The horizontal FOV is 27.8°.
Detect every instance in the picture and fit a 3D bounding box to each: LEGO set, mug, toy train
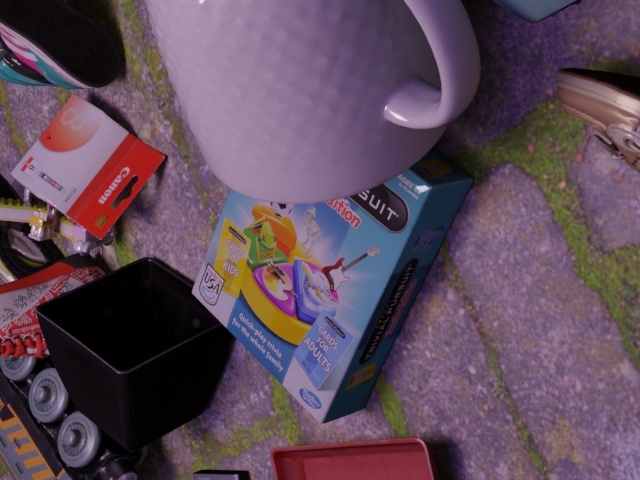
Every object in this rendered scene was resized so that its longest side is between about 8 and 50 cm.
[{"bbox_3d":[-0.411,-0.067,1.827,0.287,0.132,0.107,15,105,17],"label":"LEGO set"},{"bbox_3d":[-0.001,-0.226,1.202,0.374,0.276,0.328,31,152,40],"label":"mug"},{"bbox_3d":[-0.381,0.266,1.835,0.334,0.142,0.190,46,107,32],"label":"toy train"}]

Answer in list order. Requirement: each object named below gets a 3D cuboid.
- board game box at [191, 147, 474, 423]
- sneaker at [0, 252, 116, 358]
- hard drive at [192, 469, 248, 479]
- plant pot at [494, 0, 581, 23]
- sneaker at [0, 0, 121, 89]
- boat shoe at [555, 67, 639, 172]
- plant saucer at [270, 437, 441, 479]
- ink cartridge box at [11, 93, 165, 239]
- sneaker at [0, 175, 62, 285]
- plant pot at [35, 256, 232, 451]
[{"bbox_3d":[0.000,0.000,1.484,0.254,0.079,0.336,42,125,29],"label":"board game box"},{"bbox_3d":[-0.383,0.127,1.752,0.145,0.270,0.090,50,143,15],"label":"sneaker"},{"bbox_3d":[-0.122,0.373,1.723,0.094,0.022,0.135,-9,93,45],"label":"hard drive"},{"bbox_3d":[0.208,-0.326,1.084,0.293,0.293,0.235,-24,96,44],"label":"plant pot"},{"bbox_3d":[-0.416,-0.308,1.727,0.295,0.124,0.178,46,153,-26],"label":"sneaker"},{"bbox_3d":[0.322,-0.074,1.140,0.285,0.104,0.089,33,117,34],"label":"boat shoe"},{"bbox_3d":[0.068,0.358,1.521,0.258,0.047,0.259,-13,89,45],"label":"plant saucer"},{"bbox_3d":[-0.315,-0.101,1.735,0.179,0.045,0.145,32,81,37],"label":"ink cartridge box"},{"bbox_3d":[-0.504,0.001,1.952,0.300,0.111,0.121,50,133,27],"label":"sneaker"},{"bbox_3d":[-0.237,0.159,1.688,0.188,0.187,0.167,29,131,36],"label":"plant pot"}]
